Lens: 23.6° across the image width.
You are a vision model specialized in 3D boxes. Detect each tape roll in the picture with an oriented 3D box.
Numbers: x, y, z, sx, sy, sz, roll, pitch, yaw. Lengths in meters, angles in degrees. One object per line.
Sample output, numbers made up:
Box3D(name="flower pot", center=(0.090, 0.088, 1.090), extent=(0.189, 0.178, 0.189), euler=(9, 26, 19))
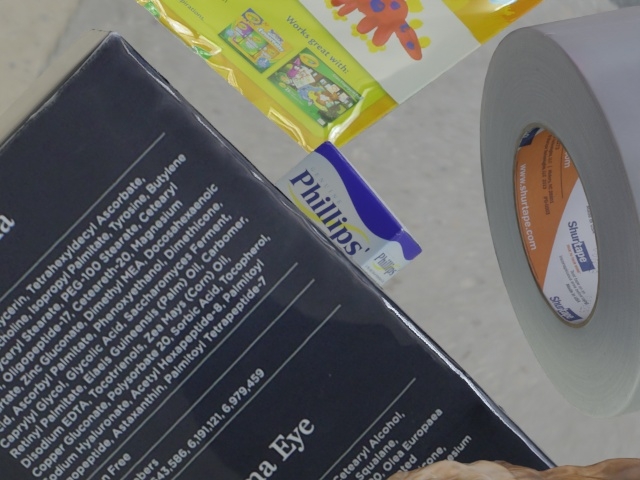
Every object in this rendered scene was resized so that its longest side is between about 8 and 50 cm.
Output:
Box3D(name="tape roll", center=(0.161, -0.015, 0.850), extent=(0.072, 0.219, 0.219), euler=(-12, 88, -13))

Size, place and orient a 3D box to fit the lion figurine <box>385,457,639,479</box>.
Box3D(name="lion figurine", center=(0.192, 0.117, 0.509), extent=(0.392, 0.142, 0.240), euler=(-28, 91, -18))

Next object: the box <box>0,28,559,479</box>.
Box3D(name="box", center=(-0.065, 0.058, 0.803), extent=(0.312, 0.343, 0.179), euler=(44, 88, -13))

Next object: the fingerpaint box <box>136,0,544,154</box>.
Box3D(name="fingerpaint box", center=(-0.019, -0.352, 1.584), extent=(0.445, 0.163, 0.371), euler=(40, 128, -21))

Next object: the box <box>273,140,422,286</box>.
Box3D(name="box", center=(0.000, 0.000, 1.425), extent=(0.137, 0.072, 0.126), euler=(-40, 64, 3))
